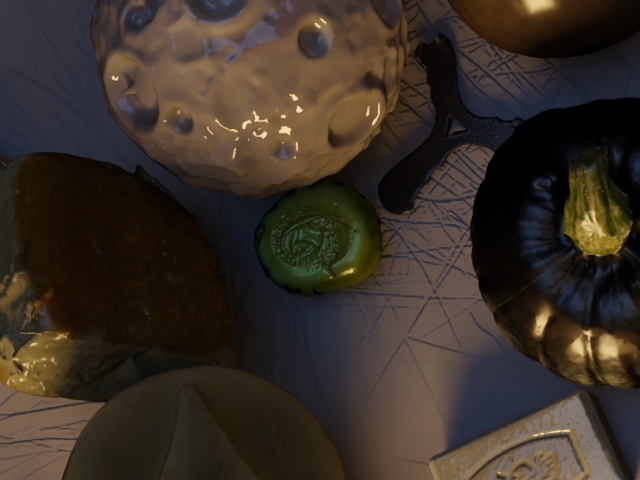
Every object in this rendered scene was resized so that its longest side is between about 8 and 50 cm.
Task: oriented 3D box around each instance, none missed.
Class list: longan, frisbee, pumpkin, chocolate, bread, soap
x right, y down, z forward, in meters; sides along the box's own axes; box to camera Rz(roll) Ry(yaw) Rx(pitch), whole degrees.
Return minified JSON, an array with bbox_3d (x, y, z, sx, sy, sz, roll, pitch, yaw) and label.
[{"bbox_3d":[0.242,-0.304,1.845,0.258,0.258,0.258,-4,80,20],"label":"longan"},{"bbox_3d":[0.148,-0.138,1.968,0.211,0.012,0.187,-16,75,18],"label":"frisbee"},{"bbox_3d":[0.282,-0.001,1.752,0.296,0.296,0.296,-4,80,20],"label":"pumpkin"},{"bbox_3d":[-0.126,0.265,1.801,0.326,0.297,0.314,35,61,22],"label":"chocolate"},{"bbox_3d":[0.000,0.000,1.967,0.139,0.071,0.130,-34,74,10],"label":"bread"},{"bbox_3d":[-0.236,0.038,1.932,0.225,0.250,0.279,126,142,-49],"label":"bread"},{"bbox_3d":[0.217,0.243,1.847,0.183,0.064,0.121,-27,70,14],"label":"soap"}]

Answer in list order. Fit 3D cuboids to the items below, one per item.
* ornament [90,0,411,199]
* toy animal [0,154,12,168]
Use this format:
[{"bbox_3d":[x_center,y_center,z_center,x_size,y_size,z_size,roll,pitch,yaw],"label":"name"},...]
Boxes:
[{"bbox_3d":[-0.082,-0.207,1.884,0.337,0.337,0.337,-4,80,20],"label":"ornament"},{"bbox_3d":[-0.418,-0.085,2.137,0.083,0.089,0.150,-46,60,12],"label":"toy animal"}]
